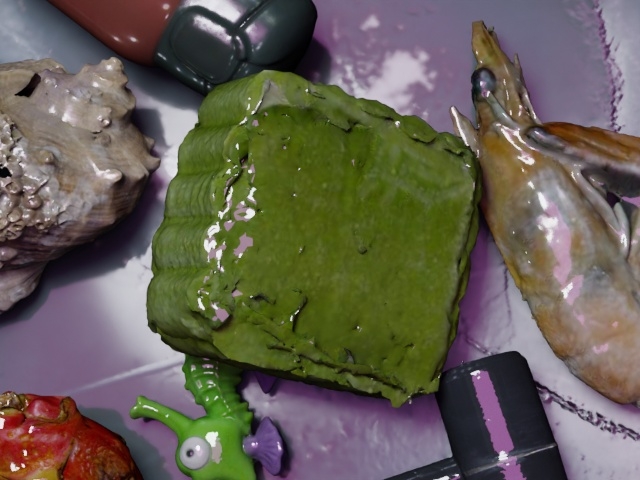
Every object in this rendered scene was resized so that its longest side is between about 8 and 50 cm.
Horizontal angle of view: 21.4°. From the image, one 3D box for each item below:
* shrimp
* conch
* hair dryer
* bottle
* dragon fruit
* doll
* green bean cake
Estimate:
[{"bbox_3d":[0.202,-0.029,1.214,0.168,0.077,0.317,-25,84,-9],"label":"shrimp"},{"bbox_3d":[-0.233,-0.045,1.238,0.245,0.163,0.178,-54,47,13],"label":"conch"},{"bbox_3d":[0.061,0.169,1.200,0.219,0.071,0.124,-22,78,10],"label":"hair dryer"},{"bbox_3d":[-0.151,-0.228,1.239,0.336,0.144,0.144,37,86,8],"label":"bottle"},{"bbox_3d":[-0.149,0.202,1.187,0.246,0.125,0.125,29,120,-8],"label":"dragon fruit"},{"bbox_3d":[-0.081,0.099,1.226,0.115,0.050,0.190,0,79,-2],"label":"doll"},{"bbox_3d":[0.000,0.000,1.165,0.214,0.113,0.200,15,85,-25],"label":"green bean cake"}]
